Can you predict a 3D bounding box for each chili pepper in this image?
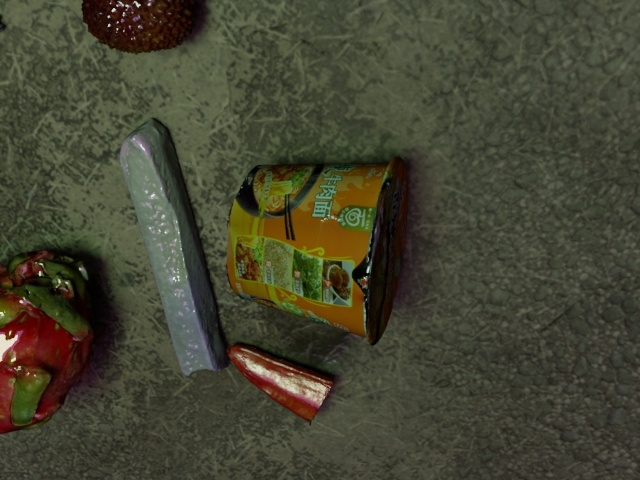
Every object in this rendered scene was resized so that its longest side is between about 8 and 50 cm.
[{"bbox_3d":[-0.068,0.204,1.032,0.169,0.065,0.088,28,116,-2],"label":"chili pepper"}]

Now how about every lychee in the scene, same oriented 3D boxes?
[{"bbox_3d":[-0.208,-0.272,0.783,0.129,0.123,0.123,36,116,-17],"label":"lychee"}]

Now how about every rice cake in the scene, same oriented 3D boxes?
[{"bbox_3d":[-0.204,0.028,0.958,0.064,0.070,0.399,-3,115,14],"label":"rice cake"}]

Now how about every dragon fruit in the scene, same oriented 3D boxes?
[{"bbox_3d":[-0.439,0.137,0.953,0.237,0.231,0.302,35,123,-18],"label":"dragon fruit"}]

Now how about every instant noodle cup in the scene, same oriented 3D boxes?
[{"bbox_3d":[0.000,0.000,0.841,0.182,0.230,0.230,9,118,15],"label":"instant noodle cup"}]

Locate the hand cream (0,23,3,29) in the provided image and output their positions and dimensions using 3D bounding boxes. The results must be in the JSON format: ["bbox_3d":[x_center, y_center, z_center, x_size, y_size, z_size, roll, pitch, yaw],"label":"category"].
[{"bbox_3d":[-0.439,-0.306,0.853,0.035,0.022,0.102,-30,105,29],"label":"hand cream"}]
